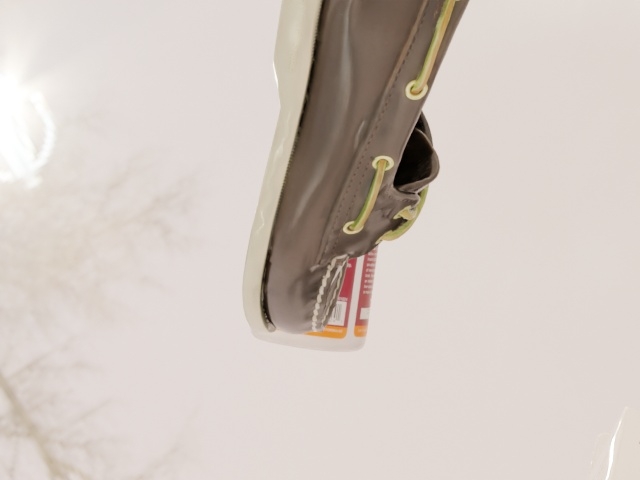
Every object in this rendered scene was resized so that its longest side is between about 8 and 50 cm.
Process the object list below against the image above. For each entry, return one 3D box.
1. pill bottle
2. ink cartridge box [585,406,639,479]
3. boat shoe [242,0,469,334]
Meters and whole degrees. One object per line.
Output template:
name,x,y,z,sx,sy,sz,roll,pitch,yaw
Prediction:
pill bottle,0.000,0.000,1.107,0.086,0.152,0.086,8,-179,0
ink cartridge box,0.310,0.272,1.252,0.207,0.119,0.353,20,-140,4
boat shoe,0.014,-0.037,0.610,0.068,0.228,0.081,14,-133,4
